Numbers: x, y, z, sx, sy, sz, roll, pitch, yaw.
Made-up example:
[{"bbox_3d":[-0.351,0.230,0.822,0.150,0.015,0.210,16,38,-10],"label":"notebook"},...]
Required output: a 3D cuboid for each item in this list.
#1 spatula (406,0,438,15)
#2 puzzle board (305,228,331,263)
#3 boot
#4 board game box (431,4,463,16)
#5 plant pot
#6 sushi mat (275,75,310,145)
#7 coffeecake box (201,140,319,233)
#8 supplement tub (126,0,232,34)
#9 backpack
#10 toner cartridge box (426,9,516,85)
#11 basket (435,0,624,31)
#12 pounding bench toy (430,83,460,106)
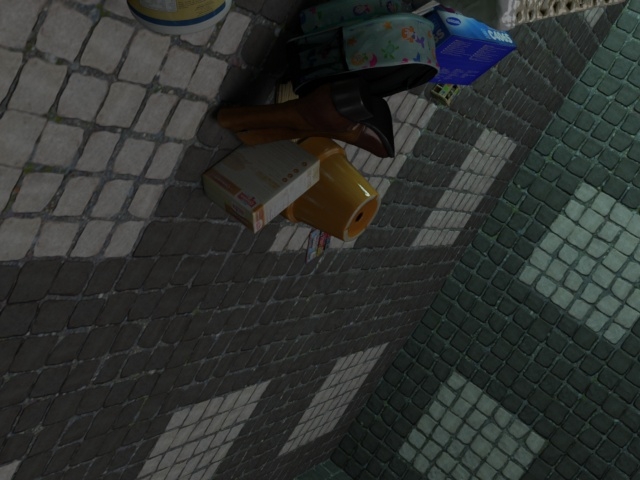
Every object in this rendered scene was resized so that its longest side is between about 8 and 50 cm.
[{"bbox_3d":[0.213,-0.482,1.616,0.168,0.019,0.242,-21,-169,45],"label":"spatula"},{"bbox_3d":[0.000,0.000,2.125,0.096,0.011,0.128,-38,153,-33],"label":"puzzle board"},{"bbox_3d":[-0.015,-0.200,1.468,0.264,0.281,0.096,22,60,-65],"label":"boot"},{"bbox_3d":[0.404,-0.653,1.881,0.316,0.064,0.242,-59,157,15],"label":"board game box"},{"bbox_3d":[0.023,-0.100,1.734,0.205,0.188,0.205,-42,156,-24],"label":"plant pot"},{"bbox_3d":[-0.047,-0.239,1.667,0.151,0.019,0.316,-40,154,-33],"label":"sushi mat"},{"bbox_3d":[-0.115,-0.123,1.535,0.185,0.142,0.068,-41,155,-26],"label":"coffeecake box"},{"bbox_3d":[-0.190,-0.382,0.999,0.144,0.144,0.199,-42,155,-26],"label":"supplement tub"},{"bbox_3d":[0.089,-0.352,1.453,0.225,0.254,0.191,-5,92,-61],"label":"backpack"},{"bbox_3d":[0.321,-0.456,1.880,0.165,0.075,0.348,-38,164,34],"label":"toner cartridge box"},{"bbox_3d":[0.346,-0.574,1.354,0.267,0.331,0.328,-13,123,-17],"label":"basket"},{"bbox_3d":[0.349,-0.410,2.150,0.065,0.052,0.083,-55,158,3],"label":"pounding bench toy"}]
